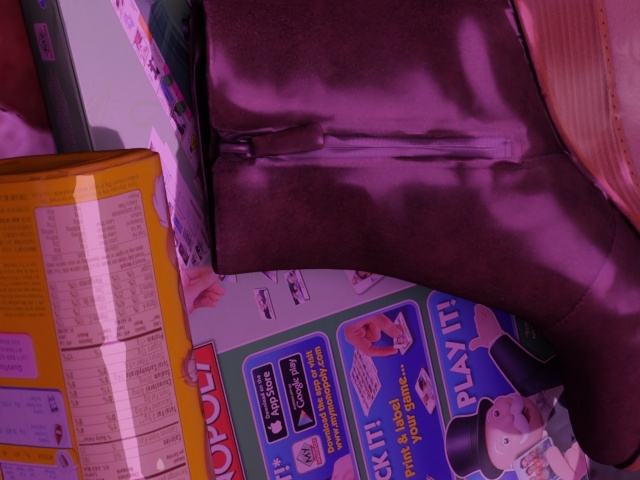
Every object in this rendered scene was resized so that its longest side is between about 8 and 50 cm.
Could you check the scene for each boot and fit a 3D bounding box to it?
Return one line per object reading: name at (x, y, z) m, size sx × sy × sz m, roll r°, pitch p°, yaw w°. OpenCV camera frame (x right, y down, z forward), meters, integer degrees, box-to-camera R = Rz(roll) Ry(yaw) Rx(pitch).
boot at (0.051, -0.003, 0.872) m, size 0.206 × 0.090 × 0.248 m, roll -10°, pitch 101°, yaw -14°

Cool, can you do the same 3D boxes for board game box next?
board game box at (0.000, 0.000, 0.902) m, size 0.213 × 0.046 × 0.317 m, roll -17°, pitch 103°, yaw -24°

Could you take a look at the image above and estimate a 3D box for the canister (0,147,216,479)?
canister at (-0.104, 0.052, 0.810) m, size 0.073 × 0.126 × 0.170 m, roll -18°, pitch 102°, yaw -46°
